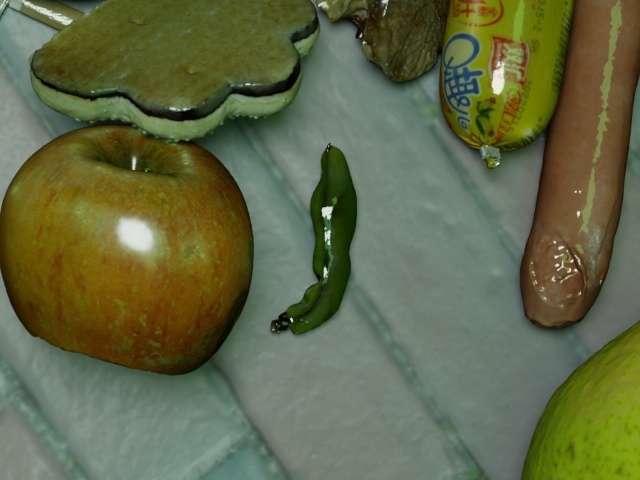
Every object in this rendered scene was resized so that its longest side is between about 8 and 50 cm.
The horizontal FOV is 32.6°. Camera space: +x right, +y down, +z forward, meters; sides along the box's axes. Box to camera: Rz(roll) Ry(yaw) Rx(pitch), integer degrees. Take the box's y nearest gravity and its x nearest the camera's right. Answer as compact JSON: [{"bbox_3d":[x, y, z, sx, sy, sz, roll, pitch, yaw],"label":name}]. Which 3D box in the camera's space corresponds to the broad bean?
[{"bbox_3d":[0.007,0.005,1.081,0.061,0.046,0.195,18,86,-12],"label":"broad bean"}]

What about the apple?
[{"bbox_3d":[-0.165,0.014,0.952,0.236,0.237,0.208,4,115,-11],"label":"apple"}]

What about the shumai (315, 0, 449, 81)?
[{"bbox_3d":[0.076,-0.239,1.094,0.139,0.105,0.123,-52,142,0],"label":"shumai"}]

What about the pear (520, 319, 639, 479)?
[{"bbox_3d":[0.364,0.222,0.985,0.390,0.391,0.391,0,88,-11],"label":"pear"}]

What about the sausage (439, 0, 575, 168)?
[{"bbox_3d":[0.190,-0.240,1.086,0.123,0.123,0.347,11,85,-10],"label":"sausage"}]

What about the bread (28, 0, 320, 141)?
[{"bbox_3d":[-0.110,-0.168,0.983,0.207,0.056,0.286,32,51,22],"label":"bread"}]

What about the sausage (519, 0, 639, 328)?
[{"bbox_3d":[0.273,-0.116,1.113,0.094,0.094,0.419,13,84,-21],"label":"sausage"}]

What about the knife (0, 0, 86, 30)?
[{"bbox_3d":[-0.307,-0.230,1.043,0.297,0.017,0.047,24,88,-10],"label":"knife"}]
